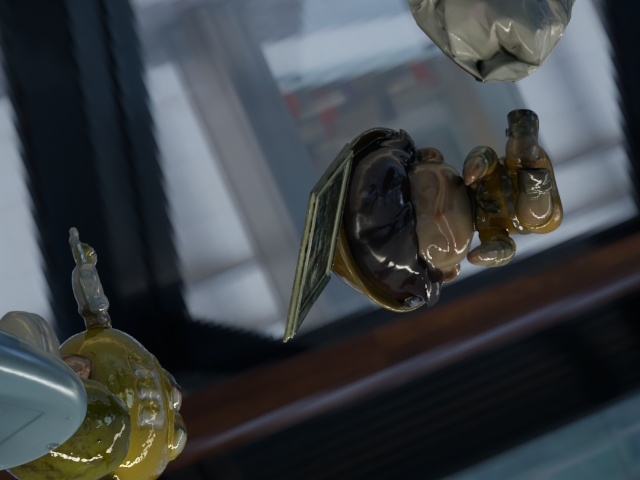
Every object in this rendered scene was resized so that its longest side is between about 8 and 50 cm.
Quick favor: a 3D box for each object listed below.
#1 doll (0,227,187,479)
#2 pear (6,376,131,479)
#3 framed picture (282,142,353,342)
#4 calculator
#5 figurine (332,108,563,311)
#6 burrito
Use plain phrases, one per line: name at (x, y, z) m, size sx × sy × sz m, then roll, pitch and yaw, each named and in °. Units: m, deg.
doll at (-0.281, 0.188, 2.440) m, size 0.161 × 0.348 × 0.423 m, roll -11°, pitch -159°, yaw 10°
pear at (-0.236, 0.174, 1.810) m, size 0.131 × 0.107 × 0.107 m, roll 6°, pitch 159°, yaw -33°
framed picture at (0.000, 0.000, 1.799) m, size 0.011 × 0.142 × 0.183 m, roll 13°, pitch -162°, yaw 7°
calculator at (-0.308, 0.111, 1.456) m, size 0.303 × 0.042 × 0.188 m, roll 18°, pitch 138°, yaw -42°
figurine at (0.120, -0.029, 2.058) m, size 0.257 × 0.192 × 0.167 m, roll -8°, pitch 164°, yaw 10°
burrito at (0.172, -0.243, 1.828) m, size 0.139 × 0.101 × 0.445 m, roll 13°, pitch -157°, yaw 9°
